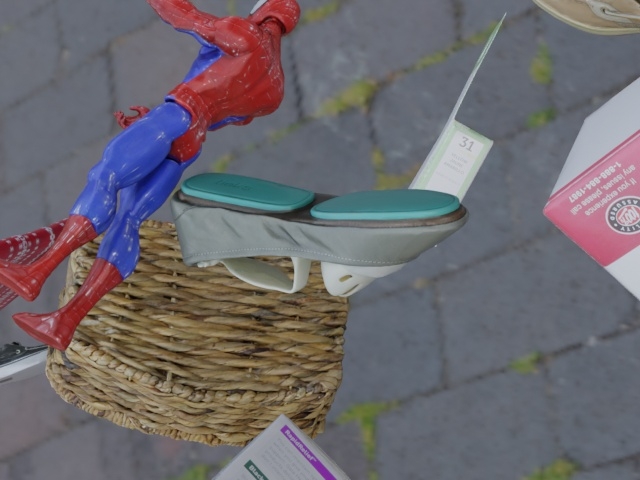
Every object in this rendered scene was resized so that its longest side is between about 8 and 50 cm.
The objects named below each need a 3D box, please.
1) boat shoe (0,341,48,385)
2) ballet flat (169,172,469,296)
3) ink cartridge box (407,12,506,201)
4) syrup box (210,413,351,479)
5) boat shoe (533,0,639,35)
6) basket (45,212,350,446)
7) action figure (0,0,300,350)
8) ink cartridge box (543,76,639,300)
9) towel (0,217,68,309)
[{"bbox_3d":[-0.340,0.132,1.884,0.049,0.142,0.040,115,135,-68],"label":"boat shoe"},{"bbox_3d":[0.000,0.000,1.039,0.213,0.072,0.068,7,110,37],"label":"ballet flat"},{"bbox_3d":[0.148,-0.108,1.764,0.056,0.171,0.235,30,91,1],"label":"ink cartridge box"},{"bbox_3d":[-0.073,0.221,1.101,0.096,0.237,0.093,47,129,3],"label":"syrup box"},{"bbox_3d":[0.383,-0.309,2.037,0.341,0.110,0.121,19,73,34],"label":"boat shoe"},{"bbox_3d":[-0.136,0.129,1.827,0.223,0.299,0.213,116,161,-53],"label":"basket"},{"bbox_3d":[-0.128,-0.074,1.113,0.139,0.091,0.280,28,64,32],"label":"action figure"},{"bbox_3d":[0.245,-0.006,0.839,0.158,0.218,0.092,-39,13,41],"label":"ink cartridge box"},{"bbox_3d":[-0.310,0.052,1.257,0.199,0.275,0.031,-35,81,35],"label":"towel"}]
